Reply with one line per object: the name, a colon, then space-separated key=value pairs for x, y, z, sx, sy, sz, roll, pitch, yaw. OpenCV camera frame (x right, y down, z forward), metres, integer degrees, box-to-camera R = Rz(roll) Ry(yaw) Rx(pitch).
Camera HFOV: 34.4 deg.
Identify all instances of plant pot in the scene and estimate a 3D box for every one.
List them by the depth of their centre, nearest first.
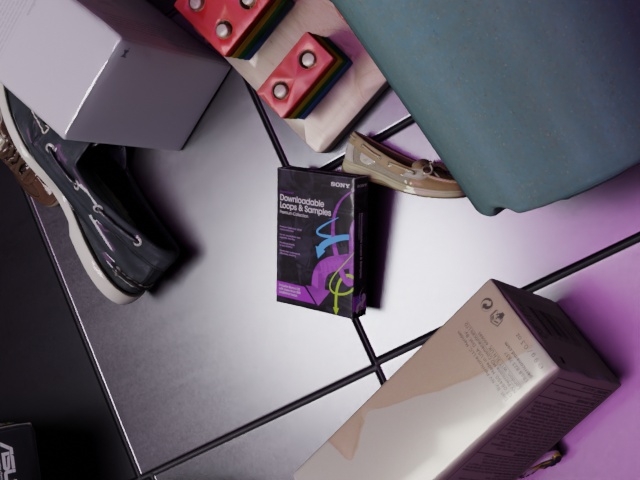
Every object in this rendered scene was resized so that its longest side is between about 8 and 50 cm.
plant pot: x=0.173 y=-0.223 z=0.930 sx=0.341 sy=0.341 sz=0.334 roll=-26 pitch=101 yaw=25

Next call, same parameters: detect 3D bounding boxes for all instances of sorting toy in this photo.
sorting toy: x=-0.014 y=-0.275 z=1.152 sx=0.257 sy=0.089 sz=0.255 roll=47 pitch=110 yaw=12

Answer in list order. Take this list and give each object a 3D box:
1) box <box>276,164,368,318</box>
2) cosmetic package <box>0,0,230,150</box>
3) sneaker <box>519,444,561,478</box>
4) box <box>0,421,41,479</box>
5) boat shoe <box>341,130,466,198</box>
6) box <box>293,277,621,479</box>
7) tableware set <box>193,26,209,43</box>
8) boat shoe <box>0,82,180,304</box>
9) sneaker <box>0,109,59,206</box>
box: x=0.000 y=0.000 z=1.175 sx=0.116 sy=0.029 sz=0.162 roll=10 pitch=104 yaw=38
cosmetic package: x=-0.269 y=-0.225 z=1.219 sx=0.225 sy=0.224 sz=0.138 roll=39 pitch=107 yaw=21
sneaker: x=0.217 y=0.230 z=1.101 sx=0.083 sy=0.031 sz=0.035 roll=-26 pitch=54 yaw=30
box: x=-0.444 y=0.436 z=1.332 sx=0.318 sy=0.097 sz=0.394 roll=-14 pitch=84 yaw=50
boat shoe: x=0.094 y=-0.081 z=1.137 sx=0.153 sy=0.056 sz=0.048 roll=19 pitch=104 yaw=32
box: x=0.134 y=0.196 z=1.060 sx=0.311 sy=0.148 sz=0.121 roll=-47 pitch=53 yaw=19
tableware set: x=-0.127 y=-0.336 z=1.259 sx=0.141 sy=0.020 sz=0.168 roll=-41 pitch=75 yaw=24
boat shoe: x=-0.281 y=-0.093 z=1.284 sx=0.113 sy=0.127 sz=0.340 roll=-31 pitch=80 yaw=23
sneaker: x=-0.411 y=-0.120 z=1.378 sx=0.066 sy=0.071 sz=0.188 roll=-44 pitch=73 yaw=21
